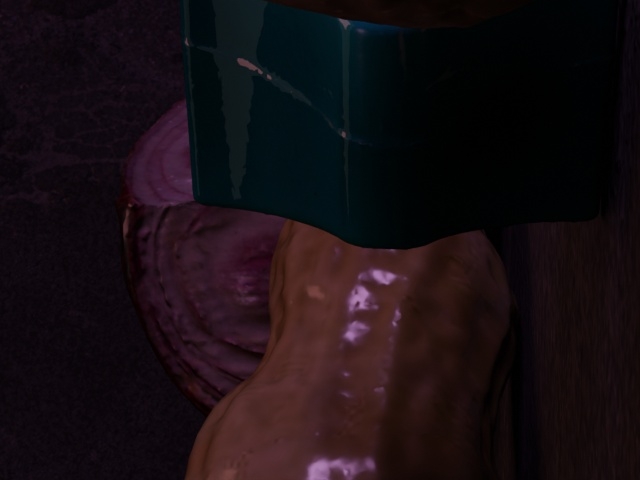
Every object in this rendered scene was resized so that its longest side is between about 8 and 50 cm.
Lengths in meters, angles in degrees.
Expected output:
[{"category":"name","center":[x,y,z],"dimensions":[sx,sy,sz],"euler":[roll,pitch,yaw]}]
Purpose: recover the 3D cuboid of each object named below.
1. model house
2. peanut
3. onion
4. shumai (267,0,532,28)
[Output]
[{"category":"model house","center":[0.024,-0.059,0.520],"dimensions":[0.149,0.127,0.100],"euler":[-80,-10,-56]},{"category":"peanut","center":[0.018,0.097,0.789],"dimensions":[0.143,0.159,0.291],"euler":[130,149,-50]},{"category":"onion","center":[0.001,0.004,1.025],"dimensions":[0.206,0.216,0.207],"euler":[-78,-15,-60]},{"category":"shumai","center":[0.020,-0.120,0.349],"dimensions":[0.116,0.145,0.146],"euler":[-76,-11,-52]}]
